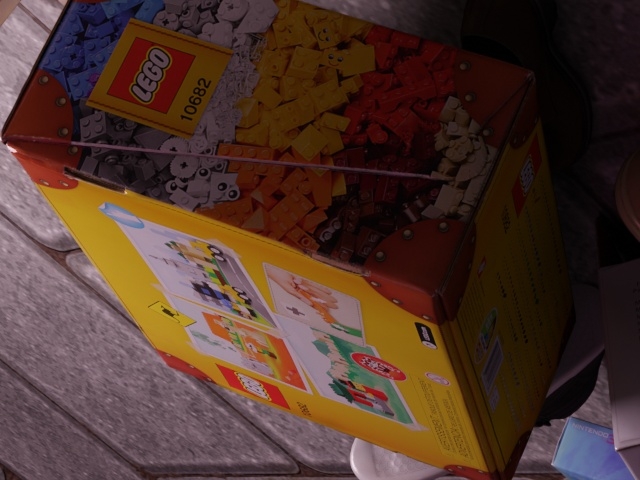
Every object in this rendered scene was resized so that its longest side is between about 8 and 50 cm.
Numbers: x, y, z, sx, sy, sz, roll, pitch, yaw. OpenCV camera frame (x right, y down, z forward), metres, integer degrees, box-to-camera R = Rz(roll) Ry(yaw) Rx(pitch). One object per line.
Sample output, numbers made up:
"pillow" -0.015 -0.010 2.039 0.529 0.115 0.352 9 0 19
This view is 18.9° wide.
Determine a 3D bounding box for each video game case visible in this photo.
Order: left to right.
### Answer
"video game case" 0.402 0.278 1.987 0.269 0.061 0.244 16 166 30

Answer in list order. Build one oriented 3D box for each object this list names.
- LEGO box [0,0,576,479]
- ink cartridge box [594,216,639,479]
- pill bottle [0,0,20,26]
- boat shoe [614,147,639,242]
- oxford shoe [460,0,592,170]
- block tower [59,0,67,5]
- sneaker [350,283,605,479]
"LEGO box" 0.000 0.000 1.635 0.372 0.193 0.500 19 161 18
"ink cartridge box" 0.361 0.148 1.720 0.130 0.272 0.309 -17 135 19
"pill bottle" -0.390 -0.278 1.854 0.208 0.119 0.119 37 155 -13
"boat shoe" 0.397 -0.001 1.484 0.341 0.122 0.110 22 151 -4
"oxford shoe" 0.156 -0.120 1.551 0.083 0.096 0.227 11 150 34
"block tower" -0.186 -0.250 1.708 0.335 0.091 0.097 41 155 -19
"sneaker" 0.167 0.166 1.885 0.104 0.295 0.147 54 174 24
